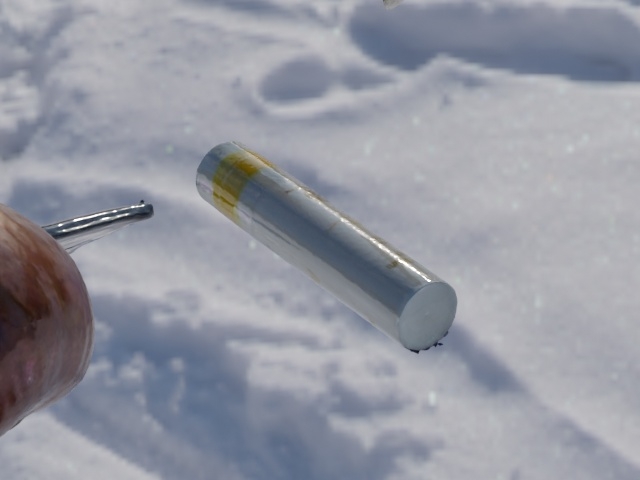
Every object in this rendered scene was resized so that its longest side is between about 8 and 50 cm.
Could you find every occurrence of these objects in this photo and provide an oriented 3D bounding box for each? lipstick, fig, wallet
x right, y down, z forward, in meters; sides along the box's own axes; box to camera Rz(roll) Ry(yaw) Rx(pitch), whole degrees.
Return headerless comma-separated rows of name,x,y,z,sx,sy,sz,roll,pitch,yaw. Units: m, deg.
lipstick,0.000,0.000,1.406,0.059,0.059,0.264,-25,39,-29
fig,-0.205,0.035,0.855,0.202,0.148,0.149,25,60,-13
wallet,-0.283,0.015,1.596,0.146,0.030,0.285,-14,2,41

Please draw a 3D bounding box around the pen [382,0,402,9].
pen,0.040,-0.191,1.356,0.032,0.040,0.233,-30,1,8
